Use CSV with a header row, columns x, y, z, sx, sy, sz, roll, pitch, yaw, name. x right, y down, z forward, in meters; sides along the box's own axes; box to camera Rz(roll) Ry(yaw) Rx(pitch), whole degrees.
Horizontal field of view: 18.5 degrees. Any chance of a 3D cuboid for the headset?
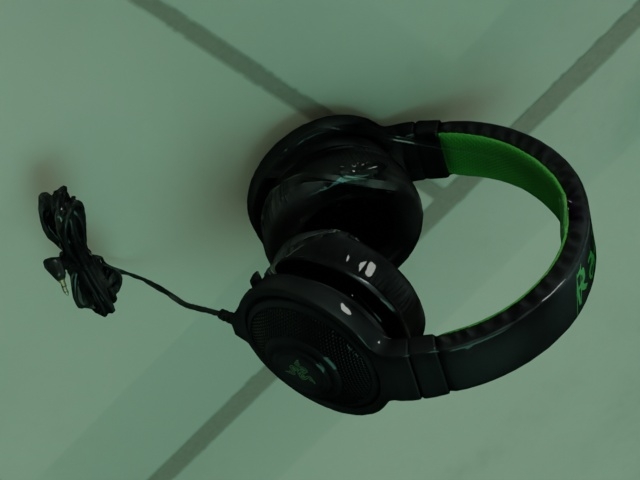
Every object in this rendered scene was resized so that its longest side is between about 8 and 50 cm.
x,y,z,sx,sy,sz,roll,pitch,yaw,name
0.000,0.000,1.448,0.394,0.243,0.185,-9,133,12,headset
